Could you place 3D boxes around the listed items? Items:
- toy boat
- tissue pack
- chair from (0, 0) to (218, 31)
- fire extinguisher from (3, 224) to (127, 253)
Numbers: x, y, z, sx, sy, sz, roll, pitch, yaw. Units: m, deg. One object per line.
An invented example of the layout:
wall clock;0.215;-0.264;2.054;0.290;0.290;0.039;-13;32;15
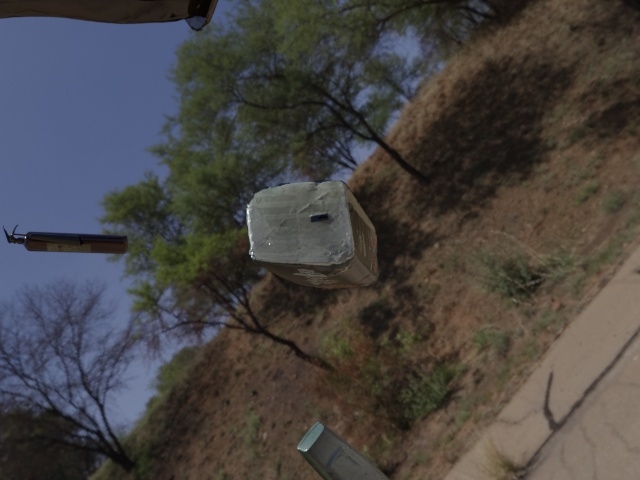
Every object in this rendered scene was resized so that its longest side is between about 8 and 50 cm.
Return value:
toy boat;0.066;0.403;0.978;0.078;0.260;0.085;-48;13;-20
tissue pack;-0.001;0.000;0.603;0.170;0.103;0.091;42;-133;-72
chair;-0.070;-0.239;0.328;0.319;0.160;0.186;-22;-20;-39
fire extinguisher;-0.372;0.002;0.858;0.049;0.173;0.035;-126;40;-69
